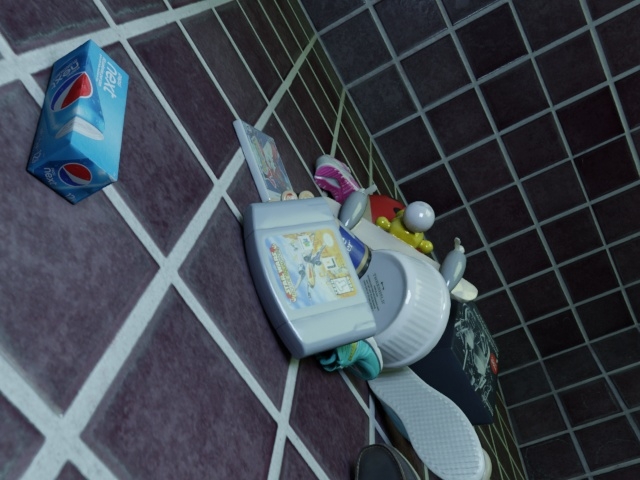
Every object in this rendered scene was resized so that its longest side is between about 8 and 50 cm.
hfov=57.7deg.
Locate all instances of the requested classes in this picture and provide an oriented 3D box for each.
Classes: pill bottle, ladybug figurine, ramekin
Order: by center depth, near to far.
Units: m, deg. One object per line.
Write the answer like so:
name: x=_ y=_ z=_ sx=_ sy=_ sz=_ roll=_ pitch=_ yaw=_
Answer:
pill bottle: x=0.000 y=0.000 z=1.268 sx=0.219 sy=0.122 sz=0.123 roll=41 pitch=25 yaw=-26
ramekin: x=0.143 y=0.143 z=1.313 sx=0.127 sy=0.272 sz=0.273 roll=31 pitch=35 yaw=-41
ladybug figurine: x=0.243 y=0.007 z=1.976 sx=0.305 sy=0.161 sz=0.450 roll=46 pitch=25 yaw=-48

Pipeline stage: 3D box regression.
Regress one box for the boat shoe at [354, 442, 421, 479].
boat shoe: x=0.112 y=0.485 z=0.928 sx=0.130 sy=0.132 sz=0.356 roll=51 pitch=20 yaw=-41

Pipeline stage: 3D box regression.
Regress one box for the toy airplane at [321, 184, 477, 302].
toy airplane: x=0.213 y=0.014 z=1.598 sx=0.385 sy=0.273 sz=0.385 roll=7 pitch=38 yaw=-35

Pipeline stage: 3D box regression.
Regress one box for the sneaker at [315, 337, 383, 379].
sneaker: x=0.029 y=0.215 z=1.168 sx=0.275 sy=0.106 sz=0.110 roll=46 pitch=42 yaw=-35

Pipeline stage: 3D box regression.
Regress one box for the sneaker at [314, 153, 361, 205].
sneaker: x=0.066 y=-0.179 z=1.803 sx=0.252 sy=0.102 sz=0.111 roll=50 pitch=23 yaw=-43

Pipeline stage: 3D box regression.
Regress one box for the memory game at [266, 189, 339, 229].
memory game: x=-0.040 y=-0.014 z=1.164 sx=0.012 sy=0.186 sz=0.186 roll=-24 pitch=-89 yaw=62

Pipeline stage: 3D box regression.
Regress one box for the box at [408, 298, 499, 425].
box: x=0.426 y=0.366 z=1.865 sx=0.343 sy=0.178 sz=0.313 roll=57 pitch=35 yaw=-25

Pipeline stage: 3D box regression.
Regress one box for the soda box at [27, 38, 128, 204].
soda box: x=-0.289 y=-0.150 z=0.708 sx=0.071 sy=0.067 sz=0.210 roll=48 pitch=23 yaw=-46

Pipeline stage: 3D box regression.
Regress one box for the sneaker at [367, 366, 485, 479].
sneaker: x=0.247 y=0.412 z=1.293 sx=0.150 sy=0.135 sz=0.366 roll=56 pitch=-4 yaw=-38

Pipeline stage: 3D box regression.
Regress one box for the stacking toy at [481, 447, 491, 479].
stacking toy: x=0.324 y=0.544 z=1.547 sx=0.330 sy=0.141 sz=0.141 roll=47 pitch=23 yaw=-31

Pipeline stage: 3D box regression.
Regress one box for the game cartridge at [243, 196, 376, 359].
game cartridge: x=-0.028 y=0.059 z=1.071 sx=0.198 sy=0.062 sz=0.298 roll=-7 pitch=68 yaw=-40

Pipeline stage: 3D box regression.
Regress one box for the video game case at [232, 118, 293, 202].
video game case: x=-0.120 y=-0.167 z=1.341 sx=0.202 sy=0.023 sz=0.183 roll=68 pitch=16 yaw=11
